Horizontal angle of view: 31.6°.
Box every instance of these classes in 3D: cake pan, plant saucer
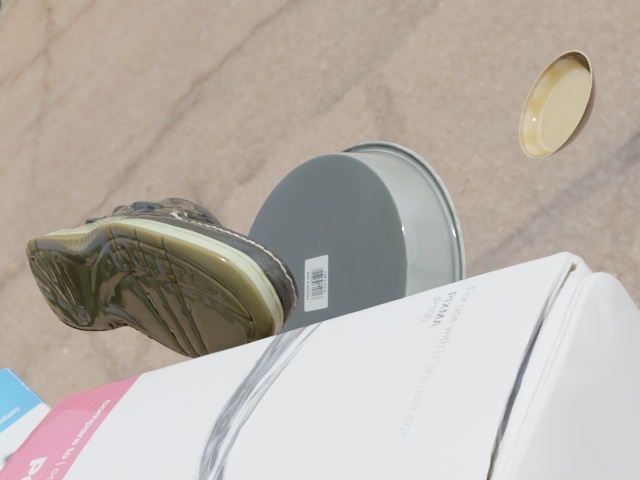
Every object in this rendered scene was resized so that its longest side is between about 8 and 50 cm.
[{"bbox_3d":[0.013,0.046,1.057,0.293,0.054,0.293,-16,68,48],"label":"cake pan"},{"bbox_3d":[0.174,-0.096,0.816,0.083,0.015,0.083,-50,29,41],"label":"plant saucer"}]

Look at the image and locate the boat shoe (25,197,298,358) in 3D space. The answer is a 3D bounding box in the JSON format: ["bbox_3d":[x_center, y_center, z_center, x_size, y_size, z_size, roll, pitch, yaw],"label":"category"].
[{"bbox_3d":[-0.082,0.010,0.609,0.073,0.080,0.223,-37,22,-33],"label":"boat shoe"}]

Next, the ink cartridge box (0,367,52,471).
[{"bbox_3d":[-0.222,0.295,1.039,0.129,0.223,0.307,-37,49,-26],"label":"ink cartridge box"}]

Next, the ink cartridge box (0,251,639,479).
[{"bbox_3d":[0.018,0.142,0.436,0.283,0.207,0.117,-19,28,41],"label":"ink cartridge box"}]
